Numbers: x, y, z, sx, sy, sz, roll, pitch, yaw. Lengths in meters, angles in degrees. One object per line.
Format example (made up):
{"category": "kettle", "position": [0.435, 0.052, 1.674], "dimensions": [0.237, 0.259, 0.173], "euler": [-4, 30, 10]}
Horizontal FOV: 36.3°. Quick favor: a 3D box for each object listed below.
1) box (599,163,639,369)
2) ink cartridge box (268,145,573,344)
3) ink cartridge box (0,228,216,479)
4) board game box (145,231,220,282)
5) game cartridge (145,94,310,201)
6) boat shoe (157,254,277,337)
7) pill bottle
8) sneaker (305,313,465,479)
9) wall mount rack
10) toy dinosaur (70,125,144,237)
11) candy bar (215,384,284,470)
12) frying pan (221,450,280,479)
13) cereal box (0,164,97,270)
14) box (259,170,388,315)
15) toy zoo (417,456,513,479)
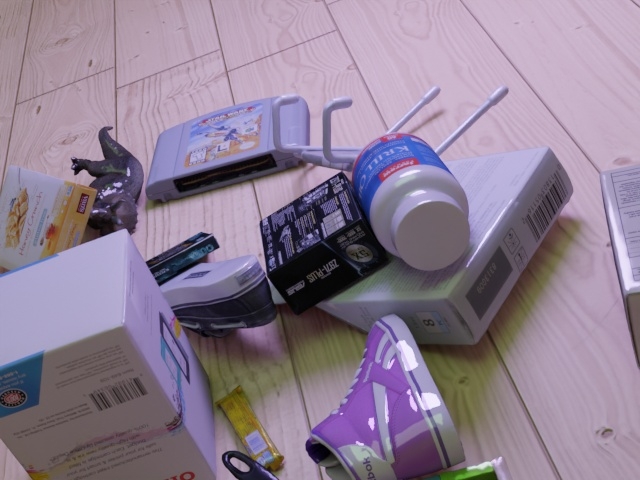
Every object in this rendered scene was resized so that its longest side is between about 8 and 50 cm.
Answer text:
{"category": "box", "position": [0.421, 0.020, 1.143], "dimensions": [0.149, 0.127, 0.232], "euler": [-10, 38, 16]}
{"category": "ink cartridge box", "position": [0.122, 0.012, 1.378], "dimensions": [0.385, 0.091, 0.308], "euler": [-7, 36, 48]}
{"category": "ink cartridge box", "position": [-0.269, 0.171, 1.187], "dimensions": [0.198, 0.270, 0.197], "euler": [-20, 35, 3]}
{"category": "board game box", "position": [-0.220, 0.027, 1.480], "dimensions": [0.126, 0.026, 0.186], "euler": [-29, 7, -9]}
{"category": "game cartridge", "position": [-0.165, -0.172, 1.760], "dimensions": [0.297, 0.062, 0.198], "euler": [-15, 41, 10]}
{"category": "boat shoe", "position": [-0.160, 0.090, 1.378], "dimensions": [0.108, 0.102, 0.301], "euler": [-37, 15, -36]}
{"category": "pill bottle", "position": [0.117, -0.049, 1.238], "dimensions": [0.124, 0.124, 0.221], "euler": [-22, 25, 0]}
{"category": "sneaker", "position": [0.050, 0.181, 1.116], "dimensions": [0.161, 0.102, 0.282], "euler": [-22, 19, 2]}
{"category": "wall mount rack", "position": [0.103, -0.177, 1.514], "dimensions": [0.304, 0.130, 0.350], "euler": [-4, 11, -24]}
{"category": "toy dinosaur", "position": [-0.378, -0.090, 1.738], "dimensions": [0.160, 0.121, 0.313], "euler": [-1, 35, 8]}
{"category": "candy bar", "position": [-0.090, 0.236, 1.225], "dimensions": [0.040, 0.018, 0.161], "euler": [-33, 38, -8]}
{"category": "frying pan", "position": [-0.001, 0.333, 1.023], "dimensions": [0.326, 0.053, 0.197], "euler": [2, 42, 29]}
{"category": "cereal box", "position": [-0.474, -0.026, 1.630], "dimensions": [0.240, 0.047, 0.173], "euler": [14, 87, 46]}
{"category": "box", "position": [0.000, 0.000, 1.349], "dimensions": [0.147, 0.077, 0.180], "euler": [-32, 24, 7]}
{"category": "toy zoo", "position": [0.065, 0.328, 0.943], "dimensions": [0.293, 0.030, 0.192], "euler": [-17, 38, 2]}
